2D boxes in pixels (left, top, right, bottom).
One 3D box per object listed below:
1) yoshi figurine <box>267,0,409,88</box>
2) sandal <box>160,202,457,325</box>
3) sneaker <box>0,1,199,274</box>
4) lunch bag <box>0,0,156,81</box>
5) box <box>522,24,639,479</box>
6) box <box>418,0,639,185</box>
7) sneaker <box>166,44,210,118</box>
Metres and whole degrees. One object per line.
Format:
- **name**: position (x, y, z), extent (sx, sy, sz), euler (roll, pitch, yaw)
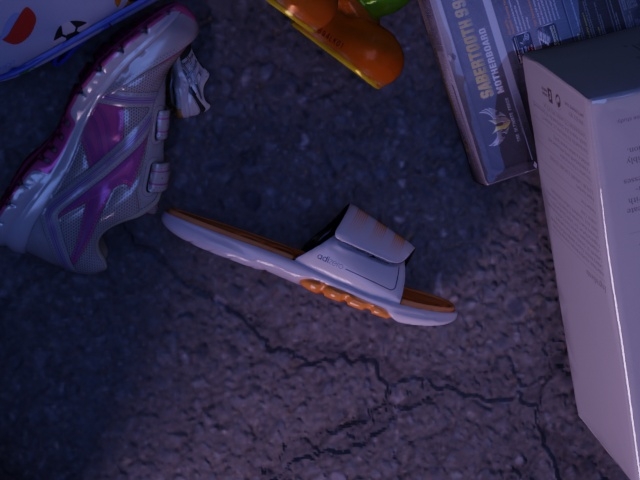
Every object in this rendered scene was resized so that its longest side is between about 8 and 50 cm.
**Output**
- **yoshi figurine**: position (0.116, -0.289, 1.378), extent (0.203, 0.203, 0.362), euler (38, 93, -8)
- **sandal**: position (0.000, 0.001, 1.492), extent (0.265, 0.102, 0.076), euler (20, 96, -8)
- **sneaker**: position (-0.166, -0.079, 1.464), extent (0.111, 0.103, 0.252), euler (32, 103, -13)
- **lunch bag**: position (-0.204, -0.269, 1.398), extent (0.303, 0.115, 0.243), euler (-28, 133, -3)
- **box**: position (0.313, 0.001, 1.464), extent (0.215, 0.168, 0.345), euler (-14, 111, -7)
- **box**: position (0.187, -0.183, 1.520), extent (0.183, 0.056, 0.231), euler (-19, 98, -4)
- **sneaker**: position (-0.112, -0.145, 1.500), extent (0.037, 0.032, 0.083), euler (-8, 100, -23)
